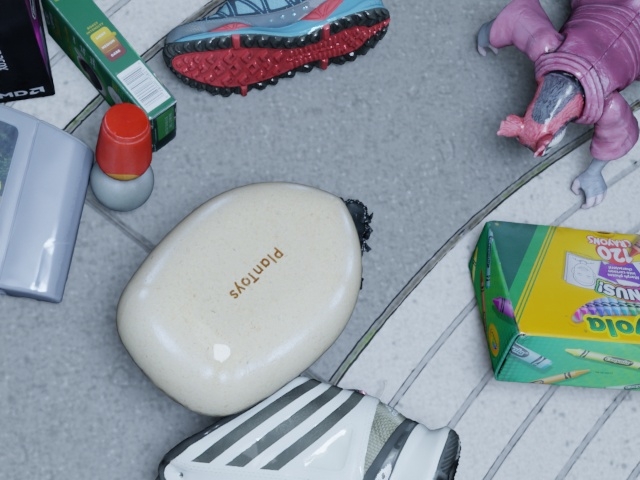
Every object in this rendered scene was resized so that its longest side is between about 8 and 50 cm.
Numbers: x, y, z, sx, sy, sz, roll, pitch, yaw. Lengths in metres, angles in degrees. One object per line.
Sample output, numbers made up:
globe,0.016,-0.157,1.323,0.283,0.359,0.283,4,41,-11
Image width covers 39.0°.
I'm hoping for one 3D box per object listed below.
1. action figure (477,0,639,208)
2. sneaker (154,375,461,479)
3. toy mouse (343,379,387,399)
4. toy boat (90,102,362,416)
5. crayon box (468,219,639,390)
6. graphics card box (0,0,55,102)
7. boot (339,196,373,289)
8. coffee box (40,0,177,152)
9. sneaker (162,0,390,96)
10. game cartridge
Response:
action figure,0.330,-0.212,1.006,0.248,0.275,0.370,43,59,-5
sneaker,-0.063,0.340,0.869,0.257,0.169,0.448,23,85,17
toy mouse,0.010,0.209,0.956,0.143,0.031,0.161,24,73,-5
toy boat,-0.114,0.006,0.900,0.267,0.148,0.318,-38,78,-28
crayon box,0.315,0.074,0.985,0.278,0.081,0.165,5,44,-10
graphics card box,-0.327,-0.299,0.832,0.094,0.371,0.233,-11,78,-13
boot,0.000,0.000,0.996,0.121,0.045,0.099,8,75,-13
coffee box,-0.224,-0.188,0.961,0.040,0.113,0.184,-40,86,-15
sneaker,-0.060,-0.249,1.030,0.261,0.104,0.125,-16,63,-18
game cartridge,-0.394,-0.056,0.929,0.294,0.060,0.196,11,71,-9
